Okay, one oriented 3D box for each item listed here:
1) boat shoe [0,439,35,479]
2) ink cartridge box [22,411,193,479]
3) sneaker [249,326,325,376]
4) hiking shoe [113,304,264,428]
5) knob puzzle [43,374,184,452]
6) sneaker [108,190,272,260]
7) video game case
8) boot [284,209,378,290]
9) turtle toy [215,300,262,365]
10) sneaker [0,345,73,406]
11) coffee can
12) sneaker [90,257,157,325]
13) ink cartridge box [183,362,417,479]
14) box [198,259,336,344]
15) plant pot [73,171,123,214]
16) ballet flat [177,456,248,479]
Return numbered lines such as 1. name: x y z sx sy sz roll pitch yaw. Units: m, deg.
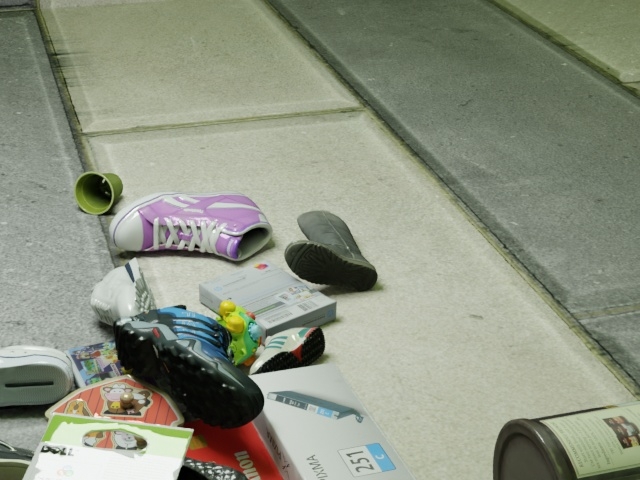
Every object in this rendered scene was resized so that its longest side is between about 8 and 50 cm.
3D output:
1. boat shoe: -0.372 0.293 1.526 0.233 0.084 0.079 9 28 22
2. ink cartridge box: -0.259 0.330 1.399 0.189 0.097 0.255 5 37 7
3. sneaker: -0.064 0.176 1.812 0.075 0.057 0.161 1 23 39
4. hiking shoe: -0.165 0.156 1.678 0.132 0.113 0.304 -26 35 -34
5. knob puzzle: -0.282 0.237 1.652 0.213 0.030 0.213 1 29 -1
6. sneaker: -0.220 -0.018 2.127 0.282 0.102 0.161 -12 33 -25
7. video game case: -0.265 0.202 1.777 0.183 0.023 0.201 -11 30 -22
8. boot: -0.002 0.001 2.087 0.190 0.076 0.208 23 23 -29
9. turtle toy: -0.127 0.141 1.832 0.066 0.095 0.130 6 24 -21
10. sneaker: -0.482 0.197 1.726 0.258 0.094 0.091 4 9 -5
11. coffee can: 0.371 0.292 1.428 0.275 0.201 0.201 -7 28 -16
12. sneaker: -0.312 0.104 1.896 0.095 0.090 0.235 -22 16 -5
13. ink cartridge box: -0.050 0.280 1.584 0.261 0.066 0.296 -8 28 -20
14. box: -0.088 0.099 1.966 0.145 0.038 0.186 -20 35 -36
15. plant pot: -0.418 -0.098 2.309 0.083 0.083 0.079 8 16 14
16. ballet flat: -0.170 0.303 1.515 0.173 0.057 0.049 -1 5 27
